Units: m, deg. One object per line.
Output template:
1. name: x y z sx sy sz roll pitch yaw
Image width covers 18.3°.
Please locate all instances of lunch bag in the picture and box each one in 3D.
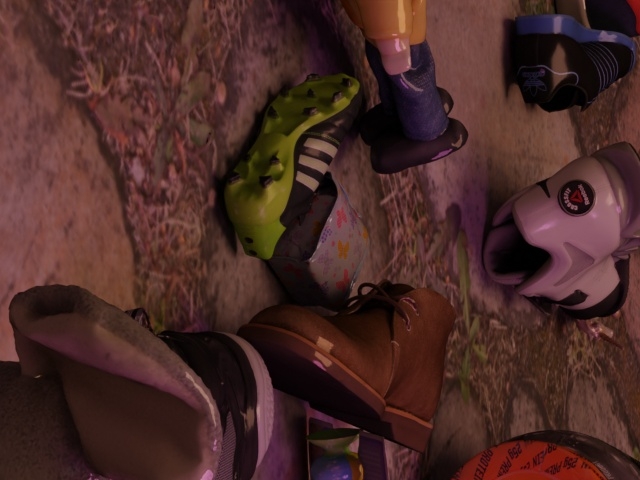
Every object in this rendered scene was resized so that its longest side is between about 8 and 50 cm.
1. lunch bag: 0.000 0.000 1.482 0.083 0.053 0.071 -64 145 -26

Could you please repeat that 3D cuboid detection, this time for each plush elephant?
1. plush elephant: -0.147 0.168 0.959 0.330 0.255 0.272 -24 158 -30

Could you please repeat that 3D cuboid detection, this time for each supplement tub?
1. supplement tub: 0.233 0.285 1.782 0.338 0.207 0.207 32 59 -60

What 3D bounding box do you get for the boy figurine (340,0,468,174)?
1. boy figurine: 0.036 -0.188 1.505 0.177 0.092 0.285 -107 175 -55

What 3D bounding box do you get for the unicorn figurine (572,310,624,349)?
1. unicorn figurine: 0.290 0.055 2.111 0.111 0.060 0.162 23 51 -62

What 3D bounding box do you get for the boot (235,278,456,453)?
1. boot: 0.024 0.070 1.426 0.115 0.112 0.305 -66 159 -5

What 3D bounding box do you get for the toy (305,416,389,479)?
1. toy: 0.010 0.254 1.448 0.056 0.137 0.237 -3 93 -24

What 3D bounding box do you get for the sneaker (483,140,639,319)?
1. sneaker: 0.220 0.005 1.910 0.330 0.146 0.122 83 -13 -69

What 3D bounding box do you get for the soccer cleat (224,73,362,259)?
1. soccer cleat: -0.019 -0.058 1.448 0.179 0.060 0.072 -55 147 -44

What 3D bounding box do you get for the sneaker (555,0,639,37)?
1. sneaker: 0.325 -0.386 2.095 0.131 0.148 0.350 -19 105 -64

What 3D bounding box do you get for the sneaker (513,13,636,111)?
1. sneaker: 0.256 -0.171 2.024 0.232 0.081 0.090 5 86 -58

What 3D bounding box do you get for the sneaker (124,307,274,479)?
1. sneaker: -0.097 0.174 1.213 0.153 0.101 0.268 33 53 -60
